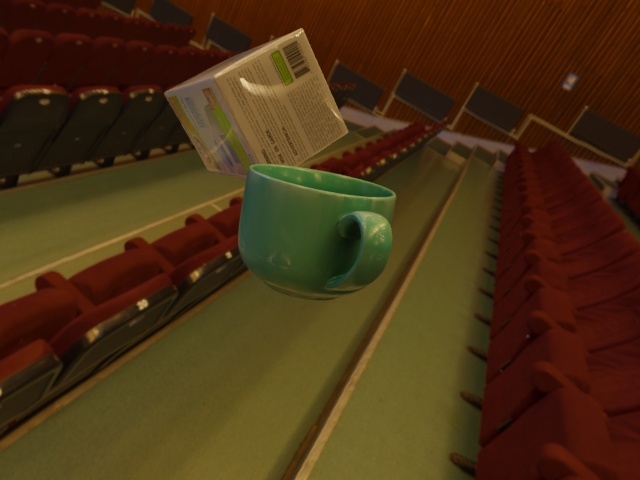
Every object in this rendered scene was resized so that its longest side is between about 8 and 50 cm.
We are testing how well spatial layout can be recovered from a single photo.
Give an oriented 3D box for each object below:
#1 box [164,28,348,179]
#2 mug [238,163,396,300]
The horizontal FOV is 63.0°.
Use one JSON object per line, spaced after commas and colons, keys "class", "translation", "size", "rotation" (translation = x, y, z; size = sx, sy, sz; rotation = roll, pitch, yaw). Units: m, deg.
{"class": "box", "translation": [-0.079, -0.142, 0.574], "size": [0.203, 0.103, 0.114], "rotation": [21, -38, 59]}
{"class": "mug", "translation": [-0.008, -0.003, 0.442], "size": [0.129, 0.098, 0.158], "rotation": [12, 14, 5]}
